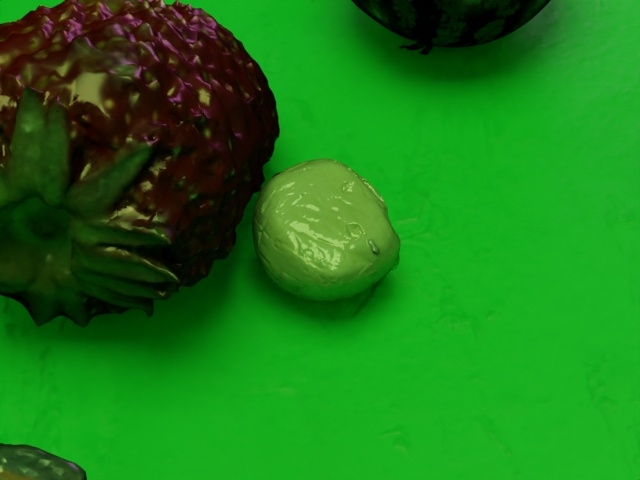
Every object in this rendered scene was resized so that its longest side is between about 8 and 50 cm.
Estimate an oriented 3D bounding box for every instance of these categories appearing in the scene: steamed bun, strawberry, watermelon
[{"bbox_3d":[0.000,0.000,1.180,0.112,0.091,0.130,-31,63,-22],"label":"steamed bun"},{"bbox_3d":[-0.184,-0.103,1.177,0.292,0.292,0.343,4,45,11],"label":"strawberry"},{"bbox_3d":[0.126,-0.317,1.341,0.269,0.269,0.269,-4,49,5],"label":"watermelon"}]

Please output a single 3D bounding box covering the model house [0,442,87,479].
[{"bbox_3d":[-0.129,0.311,0.900,0.301,0.190,0.271,15,47,1],"label":"model house"}]
